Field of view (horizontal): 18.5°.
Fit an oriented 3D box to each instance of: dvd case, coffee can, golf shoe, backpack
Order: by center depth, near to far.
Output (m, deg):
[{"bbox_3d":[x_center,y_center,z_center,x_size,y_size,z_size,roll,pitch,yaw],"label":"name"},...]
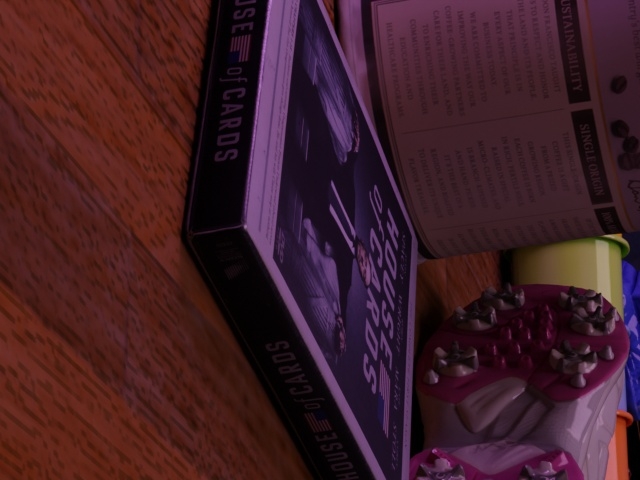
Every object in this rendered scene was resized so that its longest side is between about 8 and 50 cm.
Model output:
[{"bbox_3d":[0.000,0.000,0.869,0.238,0.030,0.179,64,23,-48],"label":"dvd case"},{"bbox_3d":[0.102,0.134,1.063,0.306,0.115,0.140,-61,152,-56],"label":"golf shoe"},{"bbox_3d":[0.167,-0.103,1.068,0.201,0.275,0.201,-8,90,-76],"label":"coffee can"},{"bbox_3d":[0.233,0.086,1.562,0.098,0.101,0.120,-41,125,-65],"label":"backpack"}]

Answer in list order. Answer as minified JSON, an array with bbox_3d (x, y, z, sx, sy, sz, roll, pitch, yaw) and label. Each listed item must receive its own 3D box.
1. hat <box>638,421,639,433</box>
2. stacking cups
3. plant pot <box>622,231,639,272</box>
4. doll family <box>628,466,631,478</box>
[{"bbox_3d":[0.409,0.258,1.937,0.331,0.134,0.331,168,-90,-88],"label":"hat"},{"bbox_3d":[0.177,0.097,1.377,0.096,0.096,0.316,40,46,-68],"label":"stacking cups"},{"bbox_3d":[0.354,0.004,1.819,0.252,0.247,0.247,-32,114,-54],"label":"plant pot"},{"bbox_3d":[0.302,0.270,1.748,0.193,0.076,0.111,69,9,-46],"label":"doll family"}]
